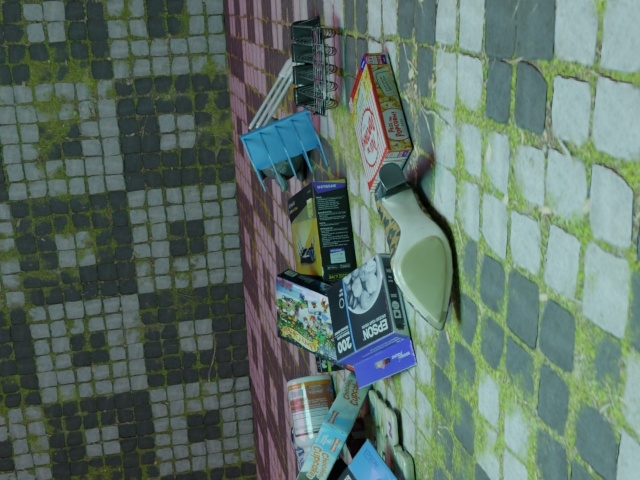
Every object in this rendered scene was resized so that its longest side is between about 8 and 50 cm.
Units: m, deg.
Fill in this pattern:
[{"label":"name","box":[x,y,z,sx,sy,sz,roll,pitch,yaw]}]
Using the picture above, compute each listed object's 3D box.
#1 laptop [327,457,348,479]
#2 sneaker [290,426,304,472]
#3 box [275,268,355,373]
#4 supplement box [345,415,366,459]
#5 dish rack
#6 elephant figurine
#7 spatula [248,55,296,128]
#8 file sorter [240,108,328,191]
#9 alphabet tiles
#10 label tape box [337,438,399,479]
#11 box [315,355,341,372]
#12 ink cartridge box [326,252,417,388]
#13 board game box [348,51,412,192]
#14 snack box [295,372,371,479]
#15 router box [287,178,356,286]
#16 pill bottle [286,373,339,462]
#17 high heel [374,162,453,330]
[{"label":"laptop","box":[0.065,0.714,2.064,0.264,0.137,0.234,59,170,-5]},{"label":"sneaker","box":[-0.034,0.625,2.353,0.081,0.080,0.211,-136,32,-62]},{"label":"box","box":[0.007,0.171,1.684,0.233,0.044,0.159,20,122,34]},{"label":"supplement box","box":[0.081,0.442,1.785,0.083,0.043,0.055,-119,28,-62]},{"label":"dish rack","box":[-0.007,-0.377,1.730,0.271,0.074,0.208,-134,38,-68]},{"label":"elephant figurine","box":[-0.100,-0.223,2.110,0.169,0.186,0.239,38,172,6]},{"label":"spatula","box":[-0.103,-0.374,1.987,0.242,0.019,0.168,-60,22,3]},{"label":"file sorter","box":[-0.079,-0.204,1.852,0.118,0.170,0.104,69,178,-50]},{"label":"alphabet tiles","box":[0.136,0.452,1.590,0.284,0.021,0.277,-157,62,-76]},{"label":"label tape box","box":[0.083,0.584,1.492,0.333,0.106,0.240,-55,40,11]},{"label":"box","box":[0.021,0.277,1.931,0.052,0.062,0.083,141,122,-74]},{"label":"ink cartridge box","box":[0.088,0.156,1.480,0.206,0.045,0.208,-40,56,53]},{"label":"board game box","box":[0.100,-0.202,1.372,0.146,0.045,0.193,109,152,-63]},{"label":"snack box","box":[0.007,0.455,1.687,0.321,0.060,0.187,-68,-8,29]},{"label":"router box","box":[0.000,0.000,1.846,0.309,0.081,0.242,157,107,-77]},{"label":"pill bottle","box":[-0.014,0.462,2.047,0.121,0.121,0.216,121,141,-70]},{"label":"high heel","box":[0.149,0.014,1.239,0.186,0.093,0.261,48,-155,-80]}]
